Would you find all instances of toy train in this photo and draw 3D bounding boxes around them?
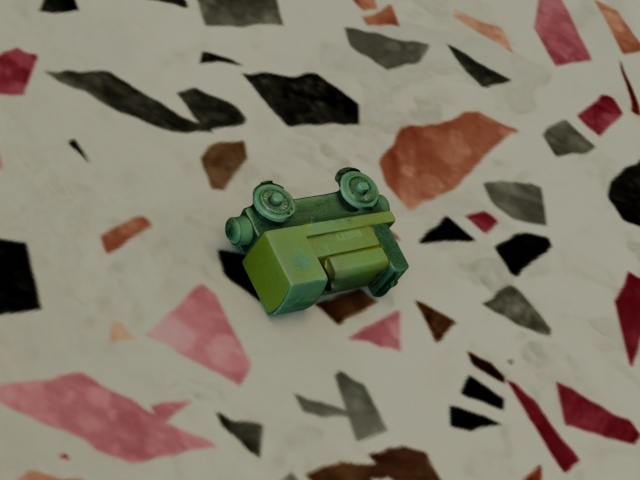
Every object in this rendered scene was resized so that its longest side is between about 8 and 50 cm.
[{"bbox_3d":[0.000,0.000,1.191,0.122,0.050,0.081,-9,60,-35],"label":"toy train"}]
